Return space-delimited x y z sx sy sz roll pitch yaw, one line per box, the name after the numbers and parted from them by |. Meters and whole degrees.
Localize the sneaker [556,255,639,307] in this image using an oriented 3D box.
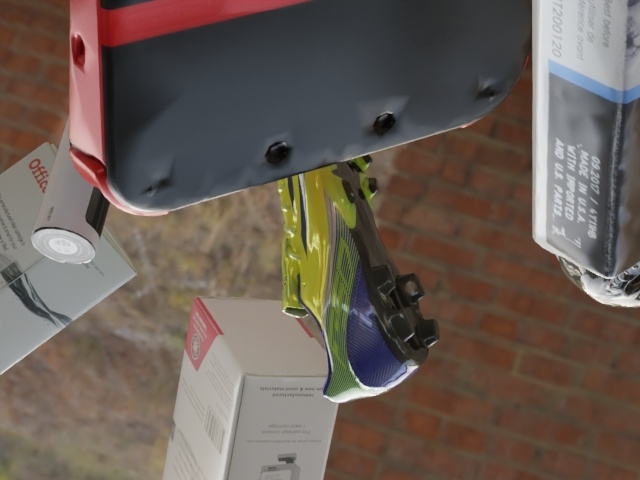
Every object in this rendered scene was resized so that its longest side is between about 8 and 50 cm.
0.230 -0.188 1.005 0.257 0.447 0.169 31 -179 42 | sneaker

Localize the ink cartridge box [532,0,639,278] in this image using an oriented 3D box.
0.152 -0.117 0.492 0.045 0.208 0.206 34 144 39 | ink cartridge box

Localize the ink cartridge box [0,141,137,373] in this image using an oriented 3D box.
-0.293 0.026 1.430 0.087 0.208 0.153 55 179 -43 | ink cartridge box

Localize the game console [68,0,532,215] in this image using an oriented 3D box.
0.005 -0.193 1.086 0.060 0.386 0.342 48 145 40 | game console

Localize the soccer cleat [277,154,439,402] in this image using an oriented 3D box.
-0.001 0.000 1.283 0.121 0.289 0.093 -34 150 23 | soccer cleat

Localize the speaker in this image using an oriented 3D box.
-0.194 -0.052 1.258 0.055 0.136 0.055 8 147 5 | speaker

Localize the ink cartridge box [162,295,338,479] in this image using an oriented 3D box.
-0.084 0.229 1.678 0.117 0.283 0.207 3 -160 -22 | ink cartridge box
